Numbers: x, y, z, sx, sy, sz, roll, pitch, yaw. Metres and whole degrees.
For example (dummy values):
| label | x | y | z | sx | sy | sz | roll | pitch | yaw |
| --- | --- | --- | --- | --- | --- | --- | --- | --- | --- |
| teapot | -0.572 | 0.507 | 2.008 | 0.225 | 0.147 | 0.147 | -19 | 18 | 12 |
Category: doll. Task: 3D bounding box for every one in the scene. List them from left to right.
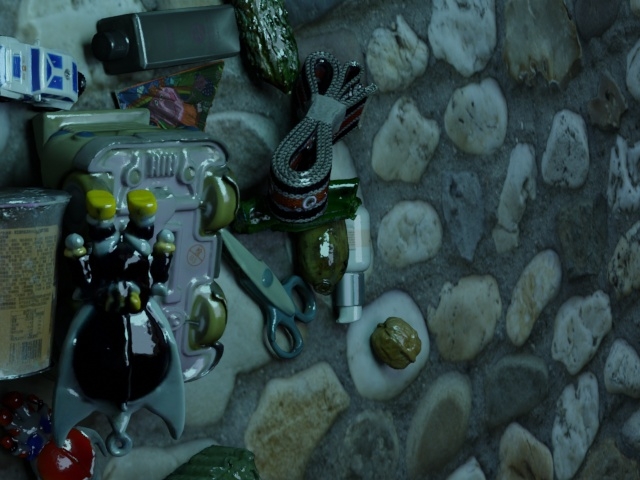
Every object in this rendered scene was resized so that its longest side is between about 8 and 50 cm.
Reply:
| label | x | y | z | sx | sy | sz | roll | pitch | yaw |
| --- | --- | --- | --- | --- | --- | --- | --- | --- | --- |
| doll | -0.339 | 0.269 | 1.664 | 0.194 | 0.062 | 0.104 | 50 | 33 | -29 |
| doll | -0.237 | 0.100 | 1.516 | 0.145 | 0.103 | 0.316 | -10 | 110 | -42 |

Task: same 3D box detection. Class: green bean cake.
| label | x | y | z | sx | sy | sz | roll | pitch | yaw |
| --- | --- | --- | --- | --- | --- | --- | --- | --- | --- |
| green bean cake | -0.148 | 0.403 | 1.874 | 0.173 | 0.094 | 0.181 | -30 | 110 | -49 |

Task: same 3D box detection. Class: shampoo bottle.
| label | x | y | z | sx | sy | sz | roll | pitch | yaw |
| --- | --- | --- | --- | --- | --- | --- | --- | --- | --- |
| shampoo bottle | -0.219 | -0.282 | 1.835 | 0.246 | 0.079 | 0.080 | -20 | 103 | -51 |
| shampoo bottle | 0.049 | 0.040 | 2.170 | 0.074 | 0.074 | 0.192 | -3 | 90 | -53 |

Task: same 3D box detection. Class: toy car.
| label | x | y | z | sx | sy | sz | roll | pitch | yaw |
| --- | --- | --- | --- | --- | --- | --- | --- | --- | --- |
| toy car | -0.357 | -0.207 | 1.645 | 0.171 | 0.070 | 0.080 | 5 | 83 | -64 |
| toy car | -0.260 | 0.010 | 1.688 | 0.242 | 0.226 | 0.336 | -8 | 112 | -39 |

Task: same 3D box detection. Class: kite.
| label | x | y | z | sx | sy | sz | roll | pitch | yaw |
| --- | --- | --- | --- | --- | --- | --- | --- | --- | --- |
| kite | -0.220 | -0.159 | 1.884 | 0.234 | 0.016 | 0.321 | 38 | 58 | -43 |

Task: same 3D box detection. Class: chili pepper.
| label | x | y | z | sx | sy | sz | roll | pitch | yaw |
| --- | --- | --- | --- | --- | --- | --- | --- | --- | --- |
| chili pepper | -0.031 | -0.051 | 2.016 | 0.224 | 0.098 | 0.061 | -14 | 58 | -24 |

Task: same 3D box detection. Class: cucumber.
| label | x | y | z | sx | sy | sz | roll | pitch | yaw |
| --- | --- | --- | --- | --- | --- | --- | --- | --- | --- |
| cucumber | -0.105 | -0.392 | 1.986 | 0.096 | 0.096 | 0.359 | -34 | 117 | -48 |

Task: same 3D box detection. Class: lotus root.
| label | x | y | z | sx | sy | sz | roll | pitch | yaw |
| --- | --- | --- | --- | --- | --- | --- | --- | --- | --- |
| lotus root | 0.000 | 0.000 | 2.103 | 0.089 | 0.080 | 0.179 | 21 | 61 | -57 |

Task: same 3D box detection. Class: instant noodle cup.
| label | x | y | z | sx | sy | sz | roll | pitch | yaw |
| --- | --- | --- | --- | --- | --- | --- | --- | --- | --- |
| instant noodle cup | -0.391 | 0.045 | 1.497 | 0.217 | 0.217 | 0.207 | -6 | 99 | -53 |

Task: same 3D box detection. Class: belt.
| label | x | y | z | sx | sy | sz | roll | pitch | yaw |
| --- | --- | --- | --- | --- | --- | --- | --- | --- | --- |
| belt | -0.008 | -0.161 | 2.007 | 0.359 | 0.126 | 0.094 | -69 | 179 | -50 |

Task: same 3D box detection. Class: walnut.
| label | x | y | z | sx | sy | sz | roll | pitch | yaw |
| --- | --- | --- | --- | --- | --- | --- | --- | --- | --- |
| walnut | 0.132 | 0.178 | 2.272 | 0.079 | 0.082 | 0.096 | -45 | 122 | -6 |

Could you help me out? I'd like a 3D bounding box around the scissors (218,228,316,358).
| label | x | y | z | sx | sy | sz | roll | pitch | yaw |
| --- | --- | --- | --- | --- | --- | --- | --- | --- | --- |
| scissors | -0.091 | 0.064 | 2.013 | 0.289 | 0.041 | 0.138 | 53 | 48 | -42 |
